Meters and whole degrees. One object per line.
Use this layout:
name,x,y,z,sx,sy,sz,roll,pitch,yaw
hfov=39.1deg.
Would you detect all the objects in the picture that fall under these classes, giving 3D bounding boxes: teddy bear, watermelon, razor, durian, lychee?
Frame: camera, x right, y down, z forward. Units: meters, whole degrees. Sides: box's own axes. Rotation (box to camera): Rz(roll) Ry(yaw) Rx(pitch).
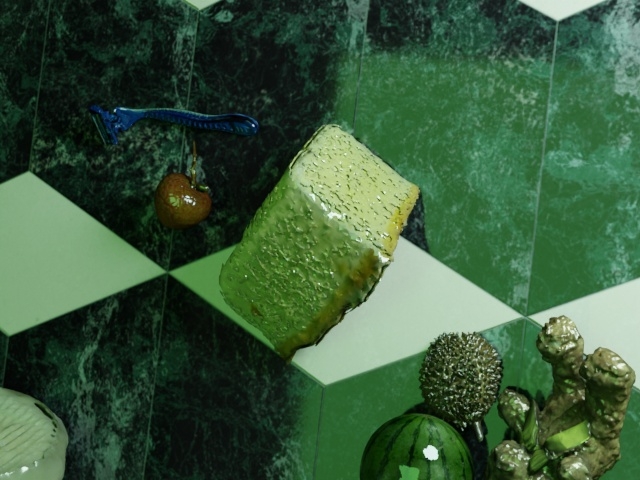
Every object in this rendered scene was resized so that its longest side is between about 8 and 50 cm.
teddy bear,0.341,0.291,1.385,0.222,0.246,0.296,-20,118,-14
watermelon,0.153,0.387,1.448,0.187,0.188,0.215,8,91,18
razor,-0.268,-0.226,1.692,0.323,0.093,0.056,2,52,14
durian,0.229,0.241,1.484,0.148,0.091,0.189,-20,83,16
lychee,-0.252,-0.082,1.642,0.114,0.101,0.140,49,141,25

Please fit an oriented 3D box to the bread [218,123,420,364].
bread,0.000,0.000,1.555,0.248,0.279,0.315,39,136,-5

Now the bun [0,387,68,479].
bun,-0.637,0.418,1.633,0.359,0.359,0.211,20,112,18
